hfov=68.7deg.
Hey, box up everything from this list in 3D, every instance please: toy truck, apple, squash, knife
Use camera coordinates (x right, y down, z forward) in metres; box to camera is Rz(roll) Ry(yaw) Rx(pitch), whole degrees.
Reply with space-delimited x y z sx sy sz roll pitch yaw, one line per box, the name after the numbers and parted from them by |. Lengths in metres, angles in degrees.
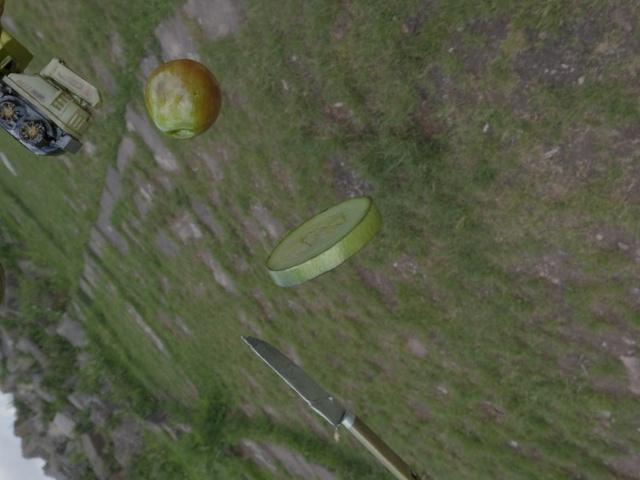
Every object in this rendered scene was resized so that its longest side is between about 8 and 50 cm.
-0.818 -0.423 1.293 0.405 0.254 0.180 40 172 -6 | toy truck
-0.354 -0.357 1.210 0.195 0.196 0.196 31 147 23 | apple
0.000 0.000 0.913 0.252 0.252 0.049 -6 119 54 | squash
0.018 0.210 0.566 0.298 0.047 0.017 45 116 -5 | knife

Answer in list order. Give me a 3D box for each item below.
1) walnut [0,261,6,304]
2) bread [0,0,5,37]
-0.835 0.105 1.001 0.227 0.273 0.273 -110 1 -53 | walnut
-0.263 -0.238 0.276 0.380 0.109 0.185 -35 90 44 | bread
